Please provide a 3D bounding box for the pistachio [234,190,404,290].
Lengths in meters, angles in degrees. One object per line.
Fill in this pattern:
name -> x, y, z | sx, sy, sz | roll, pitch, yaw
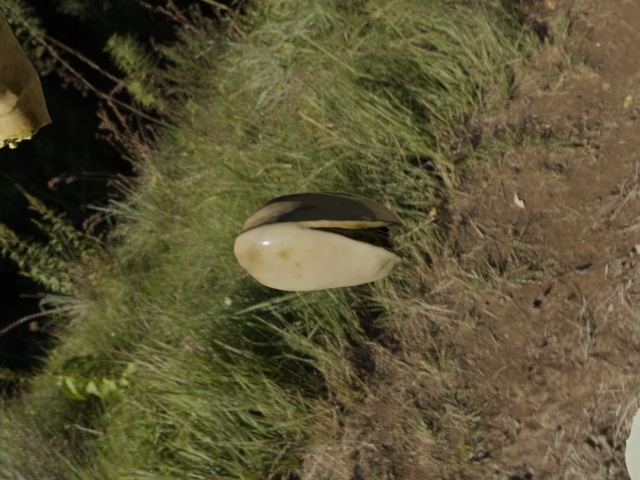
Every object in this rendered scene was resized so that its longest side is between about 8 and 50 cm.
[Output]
pistachio -> 0.000, 0.000, 0.901 | 0.237, 0.153, 0.138 | -1, 86, -11

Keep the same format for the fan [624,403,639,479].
fan -> 0.325, 0.264, 0.515 | 0.182, 0.010, 0.310 | 5, 102, 63

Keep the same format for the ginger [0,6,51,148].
ginger -> -0.413, -0.240, 0.660 | 0.166, 0.375, 0.236 | -31, 83, -14
